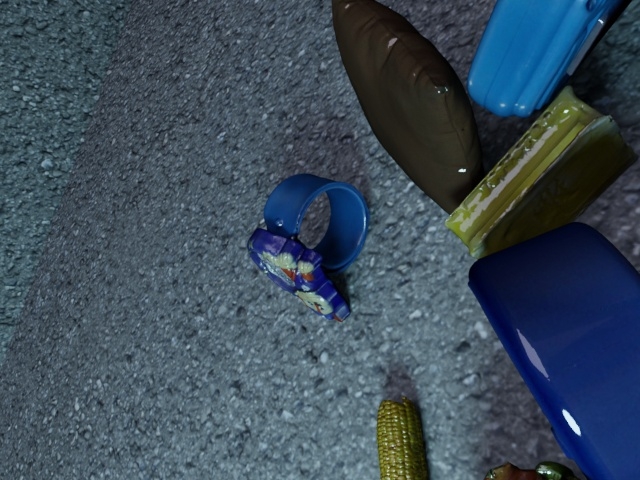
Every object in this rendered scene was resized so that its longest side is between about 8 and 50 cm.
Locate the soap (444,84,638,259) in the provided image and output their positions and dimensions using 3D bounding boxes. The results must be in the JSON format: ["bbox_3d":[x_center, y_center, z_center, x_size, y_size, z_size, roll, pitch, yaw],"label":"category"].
[{"bbox_3d":[0.284,-0.065,0.752,0.233,0.135,0.076,-51,45,15],"label":"soap"}]

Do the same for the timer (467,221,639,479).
[{"bbox_3d":[0.373,0.048,0.567,0.384,0.270,0.270,-33,51,13],"label":"timer"}]

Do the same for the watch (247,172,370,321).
[{"bbox_3d":[-0.008,-0.006,0.990,0.171,0.196,0.200,23,68,37],"label":"watch"}]

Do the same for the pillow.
[{"bbox_3d":[0.134,-0.191,0.844,0.108,0.308,0.305,-32,49,1],"label":"pillow"}]

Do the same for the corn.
[{"bbox_3d":[0.113,0.320,0.799,0.068,0.068,0.207,-23,58,35],"label":"corn"}]

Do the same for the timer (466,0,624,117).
[{"bbox_3d":[0.317,-0.317,0.694,0.115,0.309,0.340,37,69,12],"label":"timer"}]

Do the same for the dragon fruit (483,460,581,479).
[{"bbox_3d":[0.213,0.328,0.569,0.198,0.269,0.200,2,66,13],"label":"dragon fruit"}]
